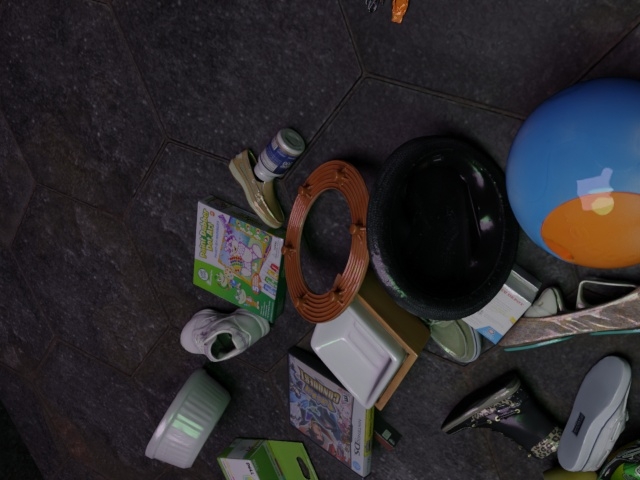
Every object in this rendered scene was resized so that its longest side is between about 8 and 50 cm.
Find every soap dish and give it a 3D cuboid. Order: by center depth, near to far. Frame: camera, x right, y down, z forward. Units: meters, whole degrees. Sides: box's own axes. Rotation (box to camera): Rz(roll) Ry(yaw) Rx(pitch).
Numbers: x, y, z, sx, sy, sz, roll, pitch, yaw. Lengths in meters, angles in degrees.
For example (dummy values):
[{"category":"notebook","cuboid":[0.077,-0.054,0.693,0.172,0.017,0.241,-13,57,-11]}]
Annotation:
[{"category":"soap dish","cuboid":[0.103,0.211,1.452,0.229,0.118,0.290,46,149,19]}]

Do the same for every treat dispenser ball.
[{"category":"treat dispenser ball","cuboid":[0.429,-0.100,1.030,0.288,0.288,0.288,15,121,26]}]

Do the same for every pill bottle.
[{"category":"pill bottle","cuboid":[-0.091,-0.180,1.463,0.067,0.067,0.120,48,130,2]}]

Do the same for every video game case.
[{"category":"video game case","cuboid":[0.019,0.424,1.690,0.275,0.035,0.248,25,127,38]}]

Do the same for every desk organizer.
[{"category":"desk organizer","cuboid":[0.129,0.462,1.675,0.130,0.047,0.050,41,131,8]}]

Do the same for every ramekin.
[{"category":"ramekin","cuboid":[-0.352,0.494,1.871,0.127,0.273,0.272,30,128,1]}]

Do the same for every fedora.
[{"category":"fedora","cuboid":[0.204,-0.019,1.262,0.334,0.334,0.152,56,163,-5]}]

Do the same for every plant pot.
[{"category":"plant pot","cuboid":[0.536,0.513,1.401,0.095,0.134,0.134,-37,92,14]}]

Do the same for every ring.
[{"category":"ring","cuboid":[0.000,0.000,1.387,0.337,0.032,0.336,-20,66,57]}]

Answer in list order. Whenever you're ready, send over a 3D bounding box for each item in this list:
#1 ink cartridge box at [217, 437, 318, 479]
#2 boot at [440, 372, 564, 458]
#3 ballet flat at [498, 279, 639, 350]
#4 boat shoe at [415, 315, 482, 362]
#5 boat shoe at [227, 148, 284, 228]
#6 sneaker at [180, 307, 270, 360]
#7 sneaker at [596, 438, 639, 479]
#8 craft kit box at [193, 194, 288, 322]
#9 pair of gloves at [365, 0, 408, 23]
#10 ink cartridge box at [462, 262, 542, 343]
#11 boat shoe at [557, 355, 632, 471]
[{"category":"ink cartridge box","cuboid":[-0.141,0.663,1.923,0.255,0.097,0.188,-10,108,37]},{"category":"boot","cuboid":[0.386,0.401,1.454,0.178,0.085,0.236,45,129,2]},{"category":"ballet flat","cuboid":[0.472,0.130,1.259,0.316,0.108,0.106,-16,86,32]},{"category":"boat shoe","cuboid":[0.225,0.135,1.409,0.109,0.094,0.302,-30,96,39]},{"category":"boat shoe","cuboid":[-0.132,-0.117,1.527,0.072,0.068,0.190,-33,94,28]},{"category":"sneaker","cuboid":[-0.277,0.246,1.754,0.305,0.152,0.114,-18,105,39]},{"category":"sneaker","cuboid":[0.636,0.392,1.224,0.134,0.146,0.343,48,124,24]},{"category":"craft kit box","cuboid":[-0.192,0.044,1.657,0.247,0.061,0.249,25,125,23]},{"category":"pair of gloves","cuboid":[0.121,-0.436,1.228,0.083,0.010,0.074,28,127,18]},{"category":"ink cartridge box","cuboid":[0.351,0.108,1.316,0.092,0.090,0.143,38,128,10]},{"category":"boat shoe","cuboid":[0.547,0.338,1.323,0.084,0.095,0.258,11,115,-15]}]
